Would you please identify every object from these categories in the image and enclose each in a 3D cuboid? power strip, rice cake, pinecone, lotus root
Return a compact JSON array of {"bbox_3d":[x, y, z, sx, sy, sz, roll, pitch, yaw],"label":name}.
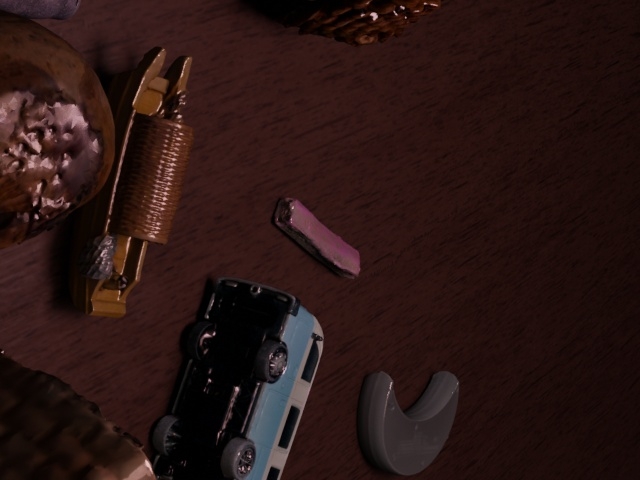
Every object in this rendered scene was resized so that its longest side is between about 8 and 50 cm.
[{"bbox_3d":[0.140,0.283,2.269,0.253,0.054,0.167,11,91,-55],"label":"power strip"},{"bbox_3d":[0.000,0.000,2.009,0.206,0.036,0.047,41,60,-50],"label":"rice cake"},{"bbox_3d":[0.032,-0.383,1.790,0.246,0.246,0.292,-26,100,-50],"label":"pinecone"},{"bbox_3d":[-0.320,-0.104,1.370,0.272,0.192,0.272,-19,117,-42],"label":"lotus root"}]

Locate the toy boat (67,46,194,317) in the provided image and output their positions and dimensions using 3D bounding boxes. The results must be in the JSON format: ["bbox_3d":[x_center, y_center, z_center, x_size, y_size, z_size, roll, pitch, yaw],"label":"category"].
[{"bbox_3d":[-0.206,-0.064,1.624,0.089,0.115,0.310,18,84,-55],"label":"toy boat"}]

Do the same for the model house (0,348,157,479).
[{"bbox_3d":[-0.367,0.373,1.312,0.400,0.395,0.445,-33,129,-33],"label":"model house"}]

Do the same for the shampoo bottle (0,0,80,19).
[{"bbox_3d":[-0.330,-0.281,1.447,0.234,0.049,0.087,26,79,-55],"label":"shampoo bottle"}]

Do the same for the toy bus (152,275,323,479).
[{"bbox_3d":[-0.094,0.198,1.842,0.165,0.133,0.271,33,73,-59],"label":"toy bus"}]
